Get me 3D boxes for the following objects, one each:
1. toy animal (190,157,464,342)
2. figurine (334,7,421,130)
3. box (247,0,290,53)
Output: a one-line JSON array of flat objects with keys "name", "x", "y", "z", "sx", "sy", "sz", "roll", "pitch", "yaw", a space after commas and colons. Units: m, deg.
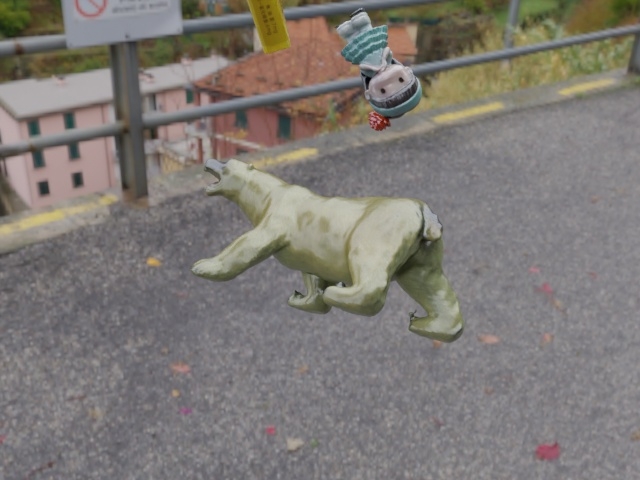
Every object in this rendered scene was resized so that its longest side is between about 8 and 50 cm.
[{"name": "toy animal", "x": 0.000, "y": 0.000, "z": 0.605, "sx": 0.218, "sy": 0.101, "sz": 0.103, "roll": 9, "pitch": -9, "yaw": 34}, {"name": "figurine", "x": 0.050, "y": -0.158, "z": 0.768, "sx": 0.060, "sy": 0.106, "sz": 0.047, "roll": -31, "pitch": 5, "yaw": 1}, {"name": "box", "x": -0.094, "y": -0.374, "z": 0.986, "sx": 0.043, "sy": 0.269, "sz": 0.152, "roll": -17, "pitch": 40, "yaw": 3}]
